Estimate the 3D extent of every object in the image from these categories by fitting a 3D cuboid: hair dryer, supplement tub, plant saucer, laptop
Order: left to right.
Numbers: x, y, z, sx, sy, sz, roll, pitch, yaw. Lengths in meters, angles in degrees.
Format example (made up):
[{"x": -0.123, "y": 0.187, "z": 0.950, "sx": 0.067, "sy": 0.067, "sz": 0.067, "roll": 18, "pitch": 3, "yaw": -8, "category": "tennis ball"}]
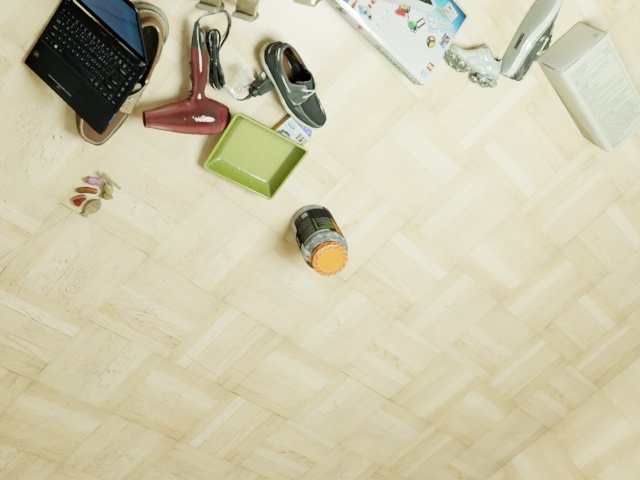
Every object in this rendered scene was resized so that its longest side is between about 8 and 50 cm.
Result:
[{"x": -0.454, "y": -0.377, "z": 1.151, "sx": 0.234, "sy": 0.136, "sz": 0.264, "roll": 43, "pitch": 105, "yaw": 9, "category": "laptop"}, {"x": -0.267, "y": -0.337, "z": 1.350, "sx": 0.293, "sy": 0.080, "sz": 0.224, "roll": -43, "pitch": 122, "yaw": -6, "category": "hair dryer"}, {"x": -0.151, "y": -0.203, "z": 1.447, "sx": 0.188, "sy": 0.045, "sz": 0.188, "roll": 25, "pitch": 131, "yaw": -20, "category": "plant saucer"}, {"x": 0.000, "y": 0.000, "z": 1.571, "sx": 0.116, "sy": 0.190, "sz": 0.117, "roll": -8, "pitch": 123, "yaw": -12, "category": "supplement tub"}]

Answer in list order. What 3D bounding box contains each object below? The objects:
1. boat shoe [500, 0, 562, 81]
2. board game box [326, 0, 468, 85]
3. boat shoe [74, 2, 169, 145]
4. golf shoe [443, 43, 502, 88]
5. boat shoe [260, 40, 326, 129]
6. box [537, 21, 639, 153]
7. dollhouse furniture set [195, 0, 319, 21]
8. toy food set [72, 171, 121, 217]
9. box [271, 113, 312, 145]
[{"x": 0.519, "y": -0.491, "z": 1.494, "sx": 0.070, "sy": 0.078, "sz": 0.219, "roll": 15, "pitch": 124, "yaw": -24, "category": "boat shoe"}, {"x": 0.172, "y": -0.511, "z": 1.350, "sx": 0.305, "sy": 0.053, "sz": 0.193, "roll": 34, "pitch": 89, "yaw": -32, "category": "board game box"}, {"x": -0.417, "y": -0.332, "z": 1.271, "sx": 0.123, "sy": 0.116, "sz": 0.324, "roll": 21, "pitch": 113, "yaw": -28, "category": "boat shoe"}, {"x": 0.369, "y": -0.442, "z": 1.494, "sx": 0.176, "sy": 0.069, "sz": 0.086, "roll": 23, "pitch": 92, "yaw": -32, "category": "golf shoe"}, {"x": -0.047, "y": -0.343, "z": 1.391, "sx": 0.084, "sy": 0.079, "sz": 0.233, "roll": -56, "pitch": 131, "yaw": -26, "category": "boat shoe"}, {"x": 0.706, "y": -0.388, "z": 1.586, "sx": 0.148, "sy": 0.121, "sz": 0.311, "roll": -41, "pitch": 124, "yaw": 10, "category": "box"}, {"x": -0.109, "y": -0.558, "z": 1.240, "sx": 0.242, "sy": 0.161, "sz": 0.212, "roll": 15, "pitch": 118, "yaw": 0, "category": "dollhouse furniture set"}, {"x": -0.529, "y": -0.112, "z": 1.440, "sx": 0.122, "sy": 0.019, "sz": 0.078, "roll": -32, "pitch": 125, "yaw": 14, "category": "toy food set"}, {"x": -0.088, "y": -0.241, "z": 1.489, "sx": 0.136, "sy": 0.028, "sz": 0.081, "roll": -40, "pitch": 124, "yaw": 7, "category": "box"}]
